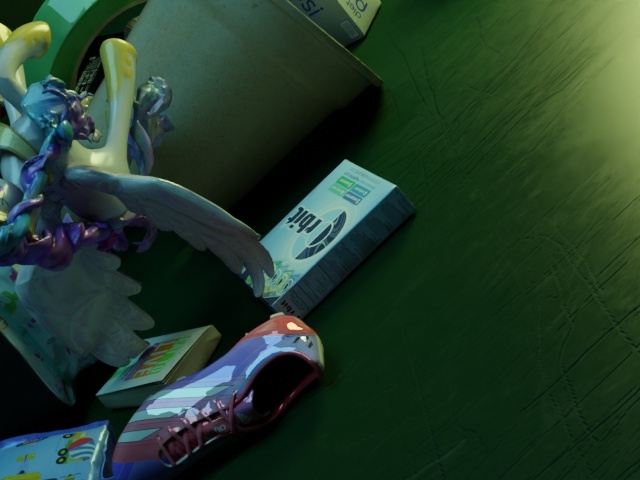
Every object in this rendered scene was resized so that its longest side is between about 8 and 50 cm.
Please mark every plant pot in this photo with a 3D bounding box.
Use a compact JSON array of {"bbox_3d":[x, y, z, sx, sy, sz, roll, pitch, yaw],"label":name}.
[{"bbox_3d":[-0.141,-0.188,1.762,0.305,0.334,0.334,-52,22,5],"label":"plant pot"}]

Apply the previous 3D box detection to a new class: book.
[{"bbox_3d":[-0.183,0.144,1.553,0.144,0.035,0.096,-16,30,48],"label":"book"}]

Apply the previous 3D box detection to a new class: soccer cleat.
[{"bbox_3d":[-0.101,0.167,1.324,0.248,0.083,0.095,-38,28,2],"label":"soccer cleat"}]

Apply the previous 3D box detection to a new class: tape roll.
[{"bbox_3d":[-0.291,-0.278,2.032,0.321,0.321,0.077,-44,59,-6],"label":"tape roll"}]

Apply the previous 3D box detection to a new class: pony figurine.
[{"bbox_3d":[-0.253,-0.055,1.477,0.303,0.351,0.363,-36,36,33],"label":"pony figurine"}]

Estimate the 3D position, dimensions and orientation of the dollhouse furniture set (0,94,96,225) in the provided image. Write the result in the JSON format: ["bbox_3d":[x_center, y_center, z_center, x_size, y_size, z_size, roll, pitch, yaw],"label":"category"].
[{"bbox_3d":[-0.381,-0.073,1.901,0.135,0.259,0.262,2,15,-1],"label":"dollhouse furniture set"}]

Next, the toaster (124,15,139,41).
[{"bbox_3d":[-0.188,-0.256,1.977,0.168,0.186,0.110,-26,41,-34],"label":"toaster"}]

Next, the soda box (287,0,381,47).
[{"bbox_3d":[-0.039,-0.407,1.966,0.091,0.286,0.098,-23,28,37],"label":"soda box"}]

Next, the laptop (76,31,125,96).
[{"bbox_3d":[-0.378,-0.184,2.414,0.408,0.236,0.382,-9,32,11],"label":"laptop"}]

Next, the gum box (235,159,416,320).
[{"bbox_3d":[0.000,0.000,1.502,0.184,0.041,0.157,-43,24,-5],"label":"gum box"}]

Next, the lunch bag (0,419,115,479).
[{"bbox_3d":[-0.324,0.309,1.397,0.293,0.138,0.221,-22,26,13],"label":"lunch bag"}]

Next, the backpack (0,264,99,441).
[{"bbox_3d":[-0.387,0.110,1.687,0.191,0.225,0.253,-40,13,-3],"label":"backpack"}]
